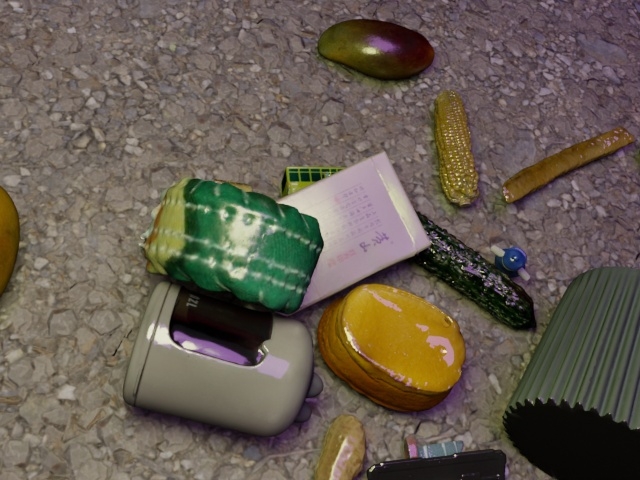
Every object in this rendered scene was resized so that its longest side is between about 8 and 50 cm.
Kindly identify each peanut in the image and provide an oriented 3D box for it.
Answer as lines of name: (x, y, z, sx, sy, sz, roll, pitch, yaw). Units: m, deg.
peanut: (0.036, 0.383, 1.221, 0.080, 0.080, 0.175, 20, 66, -4)

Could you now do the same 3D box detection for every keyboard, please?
keyboard: (0.206, 0.426, 1.252, 0.262, 0.016, 0.106, -2, 93, -15)

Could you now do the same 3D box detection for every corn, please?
corn: (0.293, -0.197, 1.552, 0.086, 0.086, 0.288, 4, 63, -13)

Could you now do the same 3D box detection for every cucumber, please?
cucumber: (0.288, 0.061, 1.424, 0.359, 0.096, 0.096, 35, 62, 5)

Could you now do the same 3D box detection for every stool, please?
stool: (0.528, 0.247, 1.297, 0.297, 0.297, 0.330, 33, 58, 3)

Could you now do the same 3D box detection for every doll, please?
doll: (0.382, 0.043, 1.434, 0.099, 0.143, 0.058, 43, 91, 12)

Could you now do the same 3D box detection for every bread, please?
bread: (0.128, 0.191, 1.294, 0.269, 0.143, 0.195, 28, 60, -2)

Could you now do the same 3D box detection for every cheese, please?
cheese: (-0.176, -0.096, 1.417, 0.083, 0.030, 0.044, 9, 85, -15)

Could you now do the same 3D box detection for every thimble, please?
thimble: (-0.144, 0.009, 1.166, 0.288, 0.254, 0.167, 17, 83, 11)

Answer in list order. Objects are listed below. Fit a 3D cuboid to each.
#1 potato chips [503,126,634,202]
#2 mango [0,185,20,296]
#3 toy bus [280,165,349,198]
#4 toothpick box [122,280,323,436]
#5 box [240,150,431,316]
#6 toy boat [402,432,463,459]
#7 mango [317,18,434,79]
potato chips: (0.537, -0.169, 1.606, 0.407, 0.080, 0.057, -24, 90, -25)
mango: (-0.612, 0.009, 1.183, 0.211, 0.173, 0.317, 4, 52, -5)
toy bus: (0.011, -0.096, 1.430, 0.175, 0.088, 0.101, -1, 64, -13)
toothpick box: (-0.150, 0.215, 1.188, 0.316, 0.229, 0.229, 17, 63, -8)
box: (0.000, 0.000, 1.330, 0.365, 0.051, 0.205, -26, 85, -6)
toy boat: (0.211, 0.391, 1.284, 0.122, 0.034, 0.096, -1, 78, -19)
mango: (0.127, -0.427, 1.604, 0.267, 0.111, 0.133, 7, 75, -6)
